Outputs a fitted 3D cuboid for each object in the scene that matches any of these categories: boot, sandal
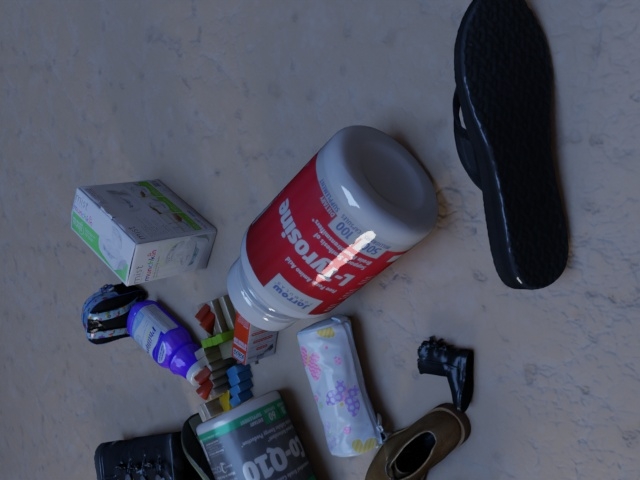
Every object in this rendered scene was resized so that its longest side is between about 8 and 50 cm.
[{"bbox_3d":[0.150,0.420,1.205,0.112,0.115,0.305,48,128,21],"label":"boot"},{"bbox_3d":[0.221,0.238,1.145,0.099,0.045,0.121,6,96,39],"label":"boot"},{"bbox_3d":[-0.461,0.730,1.818,0.445,0.146,0.367,-21,87,38],"label":"boot"},{"bbox_3d":[-0.258,0.576,1.611,0.302,0.120,0.086,54,143,19],"label":"sandal"},{"bbox_3d":[0.261,-0.145,0.953,0.107,0.168,0.445,1,100,60],"label":"sandal"}]

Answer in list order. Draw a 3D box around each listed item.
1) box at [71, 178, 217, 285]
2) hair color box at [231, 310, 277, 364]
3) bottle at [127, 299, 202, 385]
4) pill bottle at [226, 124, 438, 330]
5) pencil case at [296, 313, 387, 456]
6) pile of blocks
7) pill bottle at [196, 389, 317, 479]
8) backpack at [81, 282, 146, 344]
[{"bbox_3d":[-0.427,-0.031,1.543,0.262,0.231,0.126,37,122,29],"label":"box"},{"bbox_3d":[-0.141,0.184,1.426,0.053,0.093,0.167,24,114,37],"label":"hair color box"},{"bbox_3d":[-0.396,0.271,1.675,0.283,0.092,0.118,35,120,31],"label":"bottle"},{"bbox_3d":[0.000,0.000,1.166,0.408,0.229,0.229,-43,71,39],"label":"pill bottle"},{"bbox_3d":[0.040,0.288,1.272,0.124,0.113,0.273,-23,83,48],"label":"pencil case"},{"bbox_3d":[-0.238,0.303,1.527,0.149,0.113,0.362,8,105,41],"label":"pile of blocks"},{"bbox_3d":[-0.115,0.535,1.406,0.204,0.204,0.361,-34,77,41],"label":"pill bottle"},{"bbox_3d":[-0.588,0.203,1.778,0.117,0.173,0.158,27,117,35],"label":"backpack"}]
